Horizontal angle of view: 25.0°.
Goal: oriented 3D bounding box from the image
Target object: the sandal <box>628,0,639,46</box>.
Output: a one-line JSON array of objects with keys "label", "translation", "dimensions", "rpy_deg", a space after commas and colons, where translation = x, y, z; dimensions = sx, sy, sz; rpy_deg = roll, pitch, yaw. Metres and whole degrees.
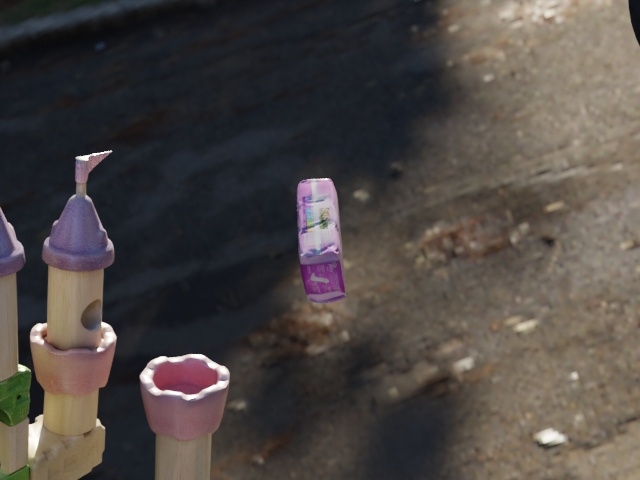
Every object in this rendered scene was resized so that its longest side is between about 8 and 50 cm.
[{"label": "sandal", "translation": [0.194, -0.124, 0.432], "dimensions": [0.255, 0.097, 0.054], "rpy_deg": [-22, 37, -18]}]

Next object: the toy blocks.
[{"label": "toy blocks", "translation": [-0.261, 0.087, 1.023], "dimensions": [0.309, 0.260, 0.289], "rpy_deg": [18, 27, 30]}]

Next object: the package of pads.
[{"label": "package of pads", "translation": [0.000, 0.000, 1.046], "dimensions": [0.032, 0.050, 0.083], "rpy_deg": [-8, 44, 3]}]
